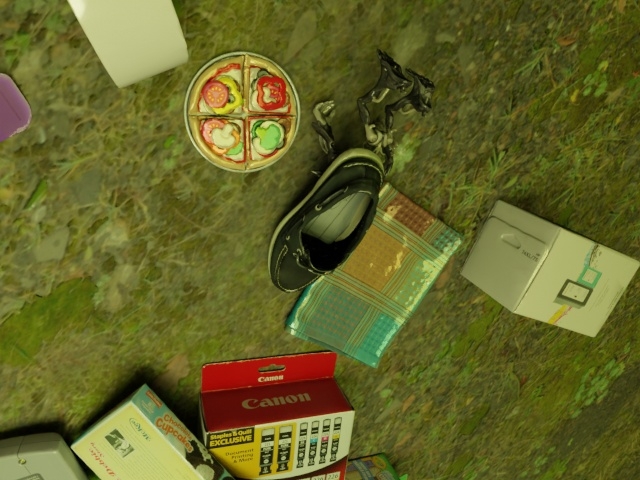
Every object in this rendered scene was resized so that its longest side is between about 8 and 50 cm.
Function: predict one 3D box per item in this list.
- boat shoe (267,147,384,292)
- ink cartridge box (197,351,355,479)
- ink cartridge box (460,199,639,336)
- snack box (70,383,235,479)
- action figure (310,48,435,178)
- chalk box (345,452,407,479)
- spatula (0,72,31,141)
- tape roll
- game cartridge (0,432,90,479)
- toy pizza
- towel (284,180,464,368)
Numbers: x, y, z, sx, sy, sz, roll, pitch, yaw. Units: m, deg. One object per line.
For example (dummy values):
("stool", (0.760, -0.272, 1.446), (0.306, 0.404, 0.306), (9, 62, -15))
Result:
("boat shoe", (0.004, 0.001, 0.860), (0.127, 0.113, 0.340), (24, 126, -25))
("ink cartridge box", (-0.098, 0.394, 1.034), (0.309, 0.130, 0.272), (-2, 111, -20))
("ink cartridge box", (0.503, 0.061, 1.094), (0.269, 0.198, 0.197), (18, 104, -26))
("snack box", (-0.292, 0.443, 0.920), (0.187, 0.060, 0.322), (-37, 97, 19))
("action figure", (0.076, -0.186, 0.865), (0.163, 0.141, 0.276), (11, 133, -33))
("chalk box", (0.127, 0.636, 1.220), (0.212, 0.132, 0.133), (-2, 112, -21))
("spatula", (-0.562, -0.139, 0.689), (0.296, 0.030, 0.084), (-27, 130, -8))
("tape roll", (-0.263, -0.337, 0.583), (0.100, 0.286, 0.287), (-25, 118, -9))
("game cartridge", (-0.590, 0.460, 0.894), (0.296, 0.062, 0.198), (-16, 113, -6))
("toy pizza", (-0.127, -0.212, 0.829), (0.201, 0.032, 0.202), (-8, 114, -19))
("towel", (0.119, 0.087, 1.046), (0.271, 0.040, 0.370), (29, 98, -29))
